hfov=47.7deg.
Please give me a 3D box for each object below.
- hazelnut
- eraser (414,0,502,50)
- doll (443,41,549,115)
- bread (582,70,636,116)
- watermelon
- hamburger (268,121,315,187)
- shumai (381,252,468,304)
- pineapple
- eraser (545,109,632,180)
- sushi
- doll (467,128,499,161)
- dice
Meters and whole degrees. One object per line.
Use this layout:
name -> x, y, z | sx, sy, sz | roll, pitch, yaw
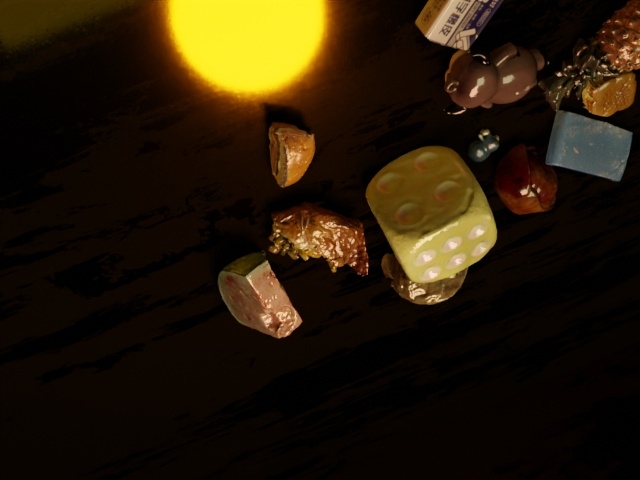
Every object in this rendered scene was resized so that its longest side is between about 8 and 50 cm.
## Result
hazelnut -> 0.540, -0.155, 1.898 | 0.160, 0.170, 0.202 | -28, 156, 4
eraser -> 0.293, -0.481, 1.405 | 0.124, 0.068, 0.210 | 6, 135, -33
doll -> 0.375, -0.359, 1.572 | 0.257, 0.117, 0.182 | -11, 144, -20
bread -> 0.715, -0.374, 1.804 | 0.127, 0.069, 0.140 | -27, 145, 6
watermelon -> -0.136, 0.131, 1.852 | 0.148, 0.226, 0.318 | -42, 164, -23
hamburger -> -0.052, -0.189, 1.570 | 0.102, 0.087, 0.176 | -14, 142, -12
shumai -> 0.285, 0.071, 2.021 | 0.189, 0.256, 0.218 | 26, 158, -11
pineapple -> 0.652, -0.416, 1.664 | 0.310, 0.141, 0.170 | -37, 169, 30
eraser -> 0.724, -0.248, 1.934 | 0.311, 0.042, 0.144 | 7, 98, -37
sushi -> -0.003, -0.002, 1.802 | 0.296, 0.166, 0.179 | 15, 107, -52
doll -> 0.407, -0.237, 1.821 | 0.083, 0.051, 0.076 | -40, 139, 24
dice -> 0.274, -0.063, 1.792 | 0.251, 0.250, 0.254 | -27, 146, 5
